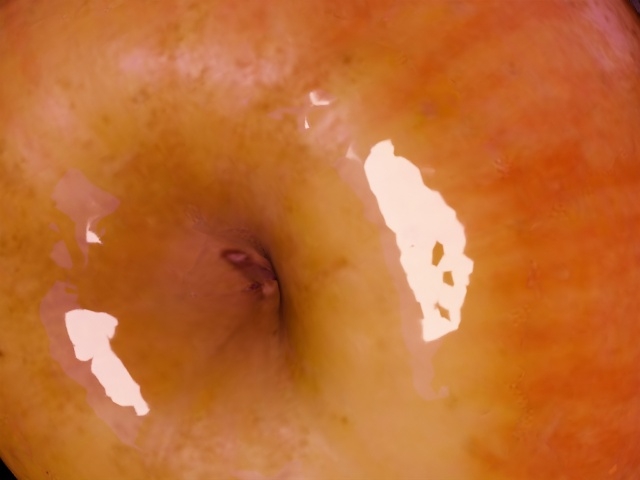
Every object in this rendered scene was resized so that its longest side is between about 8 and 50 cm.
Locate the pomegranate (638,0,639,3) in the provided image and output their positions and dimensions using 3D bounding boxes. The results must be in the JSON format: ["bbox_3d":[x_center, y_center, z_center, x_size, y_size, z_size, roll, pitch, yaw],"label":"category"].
[{"bbox_3d":[0.200,-0.146,0.435,0.211,0.211,0.263,24,85,5],"label":"pomegranate"}]

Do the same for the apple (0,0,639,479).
[{"bbox_3d":[0.000,0.000,0.495,0.286,0.233,0.285,5,105,17],"label":"apple"}]
